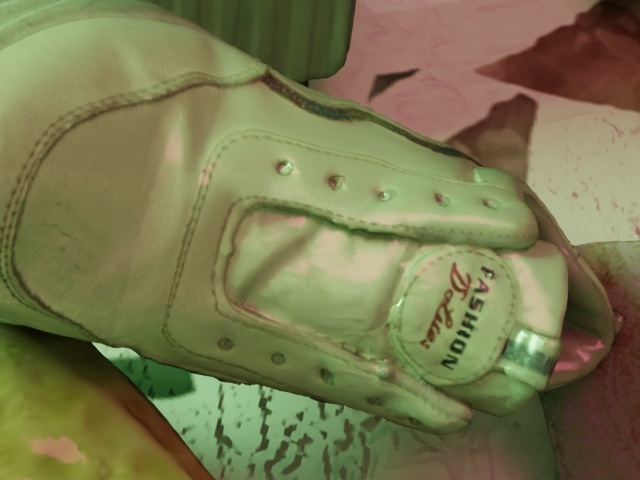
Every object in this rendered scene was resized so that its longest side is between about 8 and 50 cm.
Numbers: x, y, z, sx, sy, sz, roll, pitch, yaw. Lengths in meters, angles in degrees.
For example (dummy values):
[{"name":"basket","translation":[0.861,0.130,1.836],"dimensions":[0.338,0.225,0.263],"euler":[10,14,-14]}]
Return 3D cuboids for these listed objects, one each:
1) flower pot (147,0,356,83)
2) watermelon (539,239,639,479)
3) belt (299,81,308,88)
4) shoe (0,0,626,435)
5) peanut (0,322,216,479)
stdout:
[{"name":"flower pot","translation":[-0.077,-0.206,0.694],"dimensions":[0.239,0.190,0.209],"euler":[-13,42,-24]},{"name":"watermelon","translation":[0.287,0.130,0.565],"dimensions":[0.222,0.319,0.292],"euler":[11,72,-48]},{"name":"belt","translation":[-0.041,-0.075,0.728],"dimensions":[0.059,0.036,0.083],"euler":[38,54,7]},{"name":"shoe","translation":[0.000,0.000,0.501],"dimensions":[0.210,0.132,0.342],"euler":[24,7,32]},{"name":"peanut","translation":[-0.086,0.151,0.482],"dimensions":[0.153,0.140,0.325],"euler":[-30,68,-19]}]
